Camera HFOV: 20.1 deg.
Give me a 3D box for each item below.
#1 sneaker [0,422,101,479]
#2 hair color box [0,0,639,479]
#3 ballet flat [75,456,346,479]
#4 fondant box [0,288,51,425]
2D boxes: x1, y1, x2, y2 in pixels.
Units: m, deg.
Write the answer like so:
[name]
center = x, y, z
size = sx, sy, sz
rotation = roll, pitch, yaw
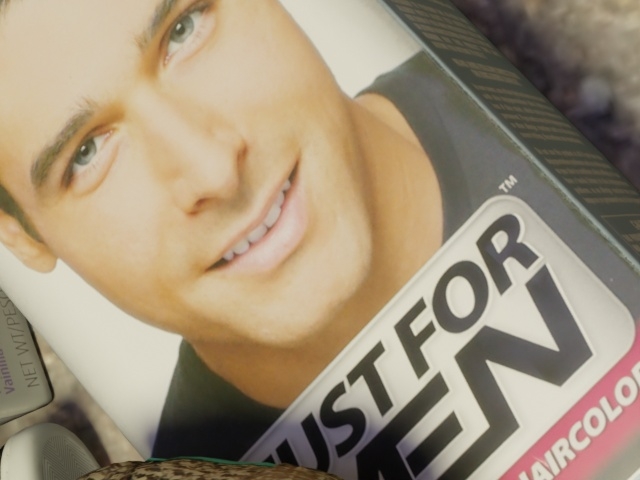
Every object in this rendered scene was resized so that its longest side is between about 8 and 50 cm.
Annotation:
[sneaker]
center = -0.128, 0.195, 0.760
size = 0.121, 0.079, 0.217
rotation = -21, 83, 23
[hair color box]
center = 0.000, 0.000, 0.683
size = 0.185, 0.113, 0.374
rotation = -47, 73, 17
[ballet flat]
center = -0.095, 0.299, 0.571
size = 0.182, 0.164, 0.483
rotation = 9, 78, 41
[fondant box]
center = -0.256, -0.018, 0.675
size = 0.096, 0.330, 0.238
rotation = -23, 82, 22
